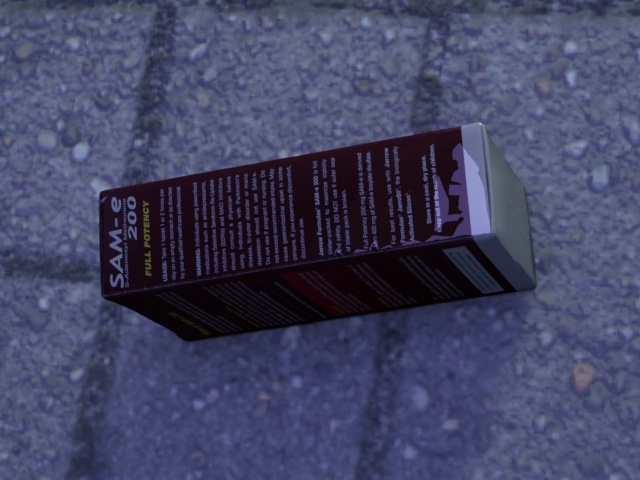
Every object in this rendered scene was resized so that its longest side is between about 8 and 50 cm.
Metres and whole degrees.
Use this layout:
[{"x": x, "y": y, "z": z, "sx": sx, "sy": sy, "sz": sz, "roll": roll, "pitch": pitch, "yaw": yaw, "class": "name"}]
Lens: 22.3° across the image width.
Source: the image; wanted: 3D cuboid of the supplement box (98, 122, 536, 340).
[{"x": 0.000, "y": 0.000, "z": 0.988, "sx": 0.239, "sy": 0.130, "sz": 0.073, "roll": -10, "pitch": 72, "yaw": 15, "class": "supplement box"}]
